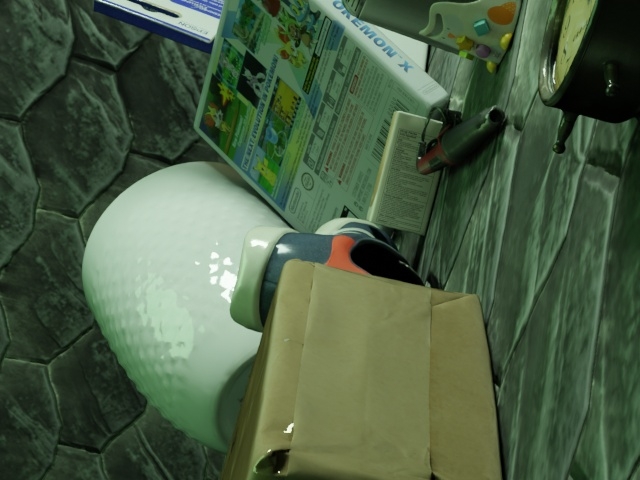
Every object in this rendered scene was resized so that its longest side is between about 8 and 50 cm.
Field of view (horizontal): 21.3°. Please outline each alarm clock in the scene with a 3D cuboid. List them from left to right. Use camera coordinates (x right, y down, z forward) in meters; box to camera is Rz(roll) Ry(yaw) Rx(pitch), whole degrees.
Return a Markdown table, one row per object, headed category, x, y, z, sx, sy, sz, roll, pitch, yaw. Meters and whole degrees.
| category | x | y | z | sx | sy | sz | roll | pitch | yaw |
| --- | --- | --- | --- | --- | --- | --- | --- | --- | --- |
| alarm clock | 0.174 | -0.151 | 0.970 | 0.129 | 0.064 | 0.192 | 122 | 159 | -74 |

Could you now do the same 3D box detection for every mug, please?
| category | x | y | z | sx | sy | sz | roll | pitch | yaw |
| --- | --- | --- | --- | --- | --- | --- | --- | --- | --- |
| mug | -0.094 | 0.135 | 2.060 | 0.328 | 0.276 | 0.374 | 50 | 165 | 51 |

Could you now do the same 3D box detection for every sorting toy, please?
| category | x | y | z | sx | sy | sz | roll | pitch | yaw |
| --- | --- | --- | --- | --- | --- | --- | --- | --- | --- |
| sorting toy | 0.128 | -0.185 | 1.496 | 0.083 | 0.075 | 0.045 | 113 | 169 | -63 |

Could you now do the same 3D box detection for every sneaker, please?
| category | x | y | z | sx | sy | sz | roll | pitch | yaw |
| --- | --- | --- | --- | --- | --- | --- | --- | --- | --- |
| sneaker | 0.043 | 0.052 | 1.627 | 0.350 | 0.148 | 0.131 | -8 | -71 | -69 |

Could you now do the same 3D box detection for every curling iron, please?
| category | x | y | z | sx | sy | sz | roll | pitch | yaw |
| --- | --- | --- | --- | --- | --- | --- | --- | --- | --- |
| curling iron | 0.122 | -0.098 | 1.537 | 0.274 | 0.035 | 0.068 | 165 | 119 | -84 |

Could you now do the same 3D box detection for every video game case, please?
| category | x | y | z | sx | sy | sz | roll | pitch | yaw |
| --- | --- | --- | --- | --- | --- | --- | --- | --- | --- |
| video game case | -0.011 | -0.143 | 1.911 | 0.036 | 0.300 | 0.329 | -33 | -23 | -33 |

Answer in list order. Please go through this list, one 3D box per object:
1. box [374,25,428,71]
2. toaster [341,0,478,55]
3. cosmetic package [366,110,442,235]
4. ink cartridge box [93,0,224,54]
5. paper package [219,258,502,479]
| category | x | y | z | sx | sy | sz | roll | pitch | yaw |
| --- | --- | --- | --- | --- | --- | --- | --- | --- | --- |
| box | 0.037 | -0.250 | 2.126 | 0.215 | 0.168 | 0.345 | 110 | 172 | -49 |
| toaster | 0.107 | -0.269 | 1.548 | 0.227 | 0.146 | 0.129 | 116 | 166 | -66 |
| cosmetic package | 0.088 | -0.067 | 1.695 | 0.041 | 0.060 | 0.115 | -137 | 63 | -84 |
| ink cartridge box | -0.163 | -0.316 | 2.134 | 0.371 | 0.175 | 0.069 | -57 | -14 | -62 |
| paper package | 0.006 | 0.220 | 1.224 | 0.309 | 0.168 | 0.325 | -83 | 8 | -64 |
